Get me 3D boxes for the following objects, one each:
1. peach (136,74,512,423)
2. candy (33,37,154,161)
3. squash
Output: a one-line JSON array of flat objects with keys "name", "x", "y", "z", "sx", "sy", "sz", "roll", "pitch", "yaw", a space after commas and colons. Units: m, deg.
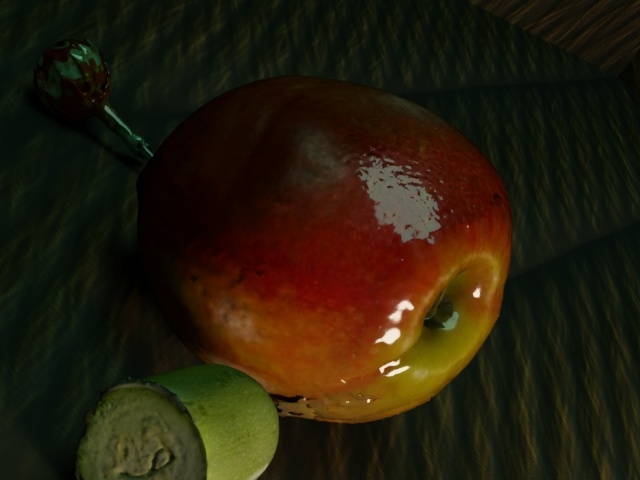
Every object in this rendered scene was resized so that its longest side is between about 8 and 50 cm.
[{"name": "peach", "x": -0.001, "y": -0.001, "z": 1.342, "sx": 0.372, "sy": 0.373, "sz": 0.290, "roll": 55, "pitch": -3, "yaw": 40}, {"name": "candy", "x": -0.204, "y": -0.111, "z": 1.576, "sx": 0.288, "sy": 0.084, "sz": 0.078, "roll": 44, "pitch": 19, "yaw": 4}, {"name": "squash", "x": -0.100, "y": 0.155, "z": 1.121, "sx": 0.123, "sy": 0.123, "sz": 0.187, "roll": 41, "pitch": 19, "yaw": 15}]
